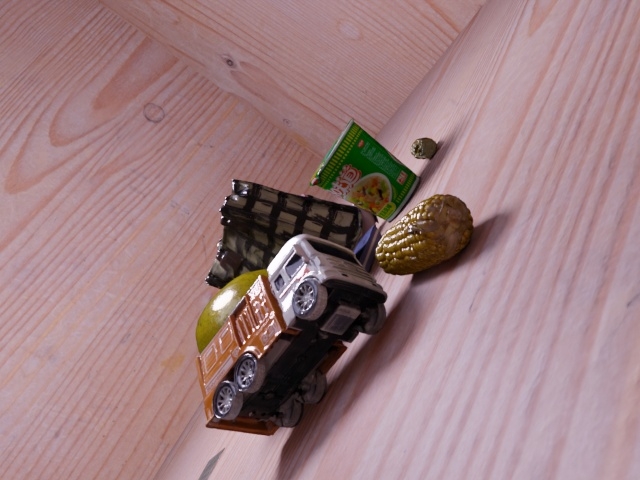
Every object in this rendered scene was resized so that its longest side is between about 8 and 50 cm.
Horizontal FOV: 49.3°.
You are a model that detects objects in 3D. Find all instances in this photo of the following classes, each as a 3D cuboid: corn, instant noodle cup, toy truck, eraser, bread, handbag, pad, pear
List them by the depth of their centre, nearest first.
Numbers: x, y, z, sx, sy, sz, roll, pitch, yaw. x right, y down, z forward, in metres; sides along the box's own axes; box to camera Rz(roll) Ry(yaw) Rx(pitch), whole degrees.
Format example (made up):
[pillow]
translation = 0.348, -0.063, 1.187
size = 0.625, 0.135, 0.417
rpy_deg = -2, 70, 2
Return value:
[corn]
translation = 0.159, 0.004, 1.135
size = 0.106, 0.106, 0.293
rpy_deg = -57, 1, -19
[toy truck]
translation = -0.066, 0.166, 1.271
size = 0.388, 0.173, 0.207
rpy_deg = -52, 42, 21
[pear]
translation = -0.133, 0.205, 1.552
size = 0.294, 0.294, 0.294
rpy_deg = -55, 5, 7
[handbag]
translation = -0.095, 0.028, 1.696
size = 0.163, 0.326, 0.325
rpy_deg = -71, 0, -47
[eraser]
translation = 0.101, 0.049, 1.706
size = 0.082, 0.036, 0.225
rpy_deg = -50, 7, 34
[instant noodle cup]
translation = 0.119, -0.164, 1.793
size = 0.207, 0.232, 0.207
rpy_deg = -55, 6, 8
[bread]
translation = 0.274, -0.247, 1.869
size = 0.066, 0.060, 0.110
rpy_deg = -39, 8, 7
[pad]
translation = -0.350, 0.696, 1.912
size = 0.159, 0.009, 0.265
rpy_deg = -50, 7, 50

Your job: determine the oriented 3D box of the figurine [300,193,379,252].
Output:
[figurine]
translation = 0.002, 0.009, 1.981
size = 0.210, 0.253, 0.361
rpy_deg = -10, -7, -24
